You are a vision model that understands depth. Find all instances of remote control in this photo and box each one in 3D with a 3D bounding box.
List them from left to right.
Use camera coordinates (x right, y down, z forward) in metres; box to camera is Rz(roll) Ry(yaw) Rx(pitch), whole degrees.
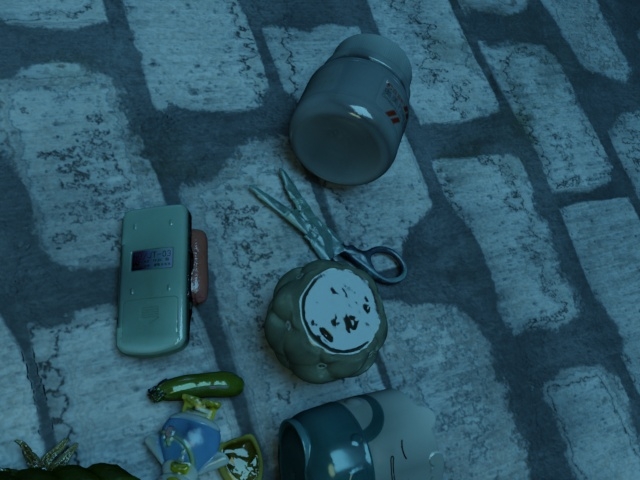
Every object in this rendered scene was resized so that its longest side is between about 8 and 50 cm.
[{"bbox_3d":[-0.309,0.075,1.437,0.140,0.056,0.296,-7,66,8],"label":"remote control"}]

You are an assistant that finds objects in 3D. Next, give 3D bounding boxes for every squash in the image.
[{"bbox_3d":[-0.229,0.272,1.413,0.183,0.052,0.052,-1,67,-24],"label":"squash"}]

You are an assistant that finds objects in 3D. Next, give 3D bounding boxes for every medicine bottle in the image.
[{"bbox_3d":[0.080,-0.302,1.724,0.245,0.245,0.306,30,50,-11],"label":"medicine bottle"}]

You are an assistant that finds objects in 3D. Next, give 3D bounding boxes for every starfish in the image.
[{"bbox_3d":[-0.459,0.389,1.244,0.133,0.041,0.130,2,60,-37],"label":"starfish"}]

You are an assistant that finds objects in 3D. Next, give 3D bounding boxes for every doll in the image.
[{"bbox_3d":[-0.240,0.390,1.322,0.135,0.099,0.241,32,54,-24],"label":"doll"}]

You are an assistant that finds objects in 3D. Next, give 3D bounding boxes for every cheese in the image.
[{"bbox_3d":[-0.134,0.440,1.384,0.086,0.036,0.162,-11,71,-29],"label":"cheese"}]

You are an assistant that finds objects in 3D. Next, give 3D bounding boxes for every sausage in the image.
[{"bbox_3d":[-0.252,0.052,1.499,0.062,0.062,0.154,6,64,-24],"label":"sausage"}]

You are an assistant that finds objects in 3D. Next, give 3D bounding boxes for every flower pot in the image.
[{"bbox_3d":[0.011,0.158,1.485,0.246,0.195,0.246,6,70,-17],"label":"flower pot"}]

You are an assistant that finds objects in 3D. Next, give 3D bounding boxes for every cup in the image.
[{"bbox_3d":[0.063,0.429,1.397,0.258,0.219,0.289,-6,101,-28],"label":"cup"}]

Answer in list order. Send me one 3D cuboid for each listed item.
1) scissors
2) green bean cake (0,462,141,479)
[{"bbox_3d":[0.000,0.000,1.667,0.383,0.029,0.256,47,57,0],"label":"scissors"},{"bbox_3d":[-0.404,0.491,1.077,0.335,0.218,0.319,-1,86,-32],"label":"green bean cake"}]
